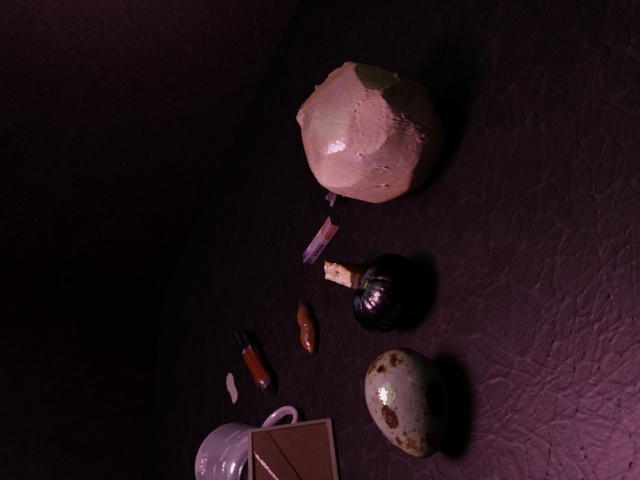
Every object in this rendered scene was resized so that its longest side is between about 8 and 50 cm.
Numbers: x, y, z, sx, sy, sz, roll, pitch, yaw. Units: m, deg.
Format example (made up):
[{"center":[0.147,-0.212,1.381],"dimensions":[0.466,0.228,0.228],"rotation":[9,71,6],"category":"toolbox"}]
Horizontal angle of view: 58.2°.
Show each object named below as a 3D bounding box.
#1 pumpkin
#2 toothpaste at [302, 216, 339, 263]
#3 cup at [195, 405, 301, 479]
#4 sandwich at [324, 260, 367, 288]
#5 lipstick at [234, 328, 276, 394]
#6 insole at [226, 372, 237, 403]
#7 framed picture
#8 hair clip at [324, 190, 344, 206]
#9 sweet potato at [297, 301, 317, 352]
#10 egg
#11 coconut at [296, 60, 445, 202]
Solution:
[{"center":[0.163,0.130,1.396],"dimensions":[0.201,0.140,0.202],"rotation":[-62,11,21],"category":"pumpkin"},{"center":[0.000,0.000,1.956],"dimensions":[0.196,0.040,0.047],"rotation":[-54,32,35],"category":"toothpaste"},{"center":[-0.175,0.646,1.717],"dimensions":[0.356,0.259,0.275],"rotation":[-49,14,-27],"category":"cup"},{"center":[0.077,0.091,1.576],"dimensions":[0.193,0.163,0.058],"rotation":[24,100,67],"category":"sandwich"},{"center":[-0.247,0.450,2.158],"dimensions":[0.418,0.077,0.077],"rotation":[40,112,63],"category":"lipstick"},{"center":[-0.370,0.614,2.407],"dimensions":[0.065,0.004,0.197],"rotation":[-69,24,9],"category":"insole"},{"center":[-0.069,0.627,1.491],"dimensions":[0.020,0.241,0.324],"rotation":[83,178,-46],"category":"framed picture"},{"center":[0.069,-0.182,1.906],"dimensions":[0.146,0.056,0.187],"rotation":[-62,23,9],"category":"hair clip"},{"center":[-0.044,0.270,1.859],"dimensions":[0.065,0.051,0.218],"rotation":[-60,27,33],"category":"sweet potato"},{"center":[0.181,0.332,1.186],"dimensions":[0.169,0.169,0.231],"rotation":[-53,40,39],"category":"egg"},{"center":[0.117,-0.281,1.486],"dimensions":[0.346,0.361,0.346],"rotation":[-45,37,50],"category":"coconut"}]
